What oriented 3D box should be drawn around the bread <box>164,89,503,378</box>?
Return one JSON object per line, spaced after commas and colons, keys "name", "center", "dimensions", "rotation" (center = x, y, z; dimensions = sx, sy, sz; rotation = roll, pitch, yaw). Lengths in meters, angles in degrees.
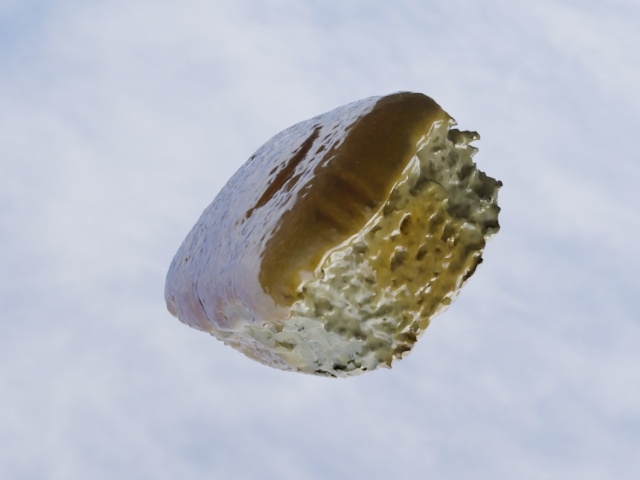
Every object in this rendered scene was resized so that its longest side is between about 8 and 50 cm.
{"name": "bread", "center": [0.000, 0.000, 0.772], "dimensions": [0.174, 0.121, 0.245], "rotation": [-44, -164, -15]}
